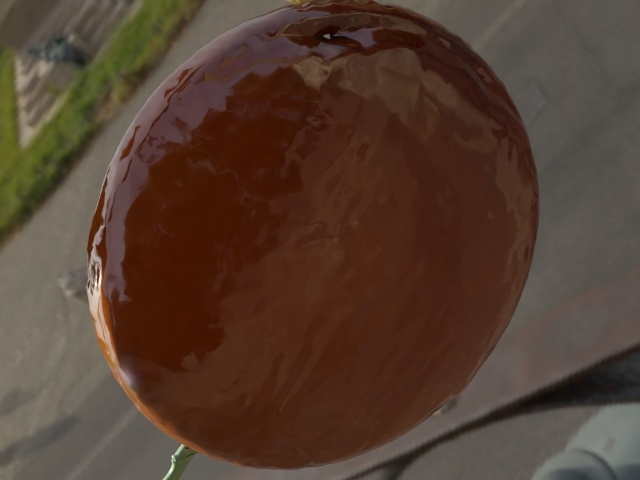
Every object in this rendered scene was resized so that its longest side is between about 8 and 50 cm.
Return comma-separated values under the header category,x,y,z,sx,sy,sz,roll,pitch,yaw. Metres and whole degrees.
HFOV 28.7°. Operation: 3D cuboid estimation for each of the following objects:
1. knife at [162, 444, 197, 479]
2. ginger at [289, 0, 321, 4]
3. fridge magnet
category,x,y,z,sx,sy,sz,roll,pitch,yaw
knife,-0.140,0.219,1.245,0.014,0.030,0.207,45,110,32
ginger,0.012,-0.204,1.070,0.057,0.137,0.044,27,81,47
fridge magnet,0.000,0.000,0.927,0.363,0.363,0.155,-58,34,3
